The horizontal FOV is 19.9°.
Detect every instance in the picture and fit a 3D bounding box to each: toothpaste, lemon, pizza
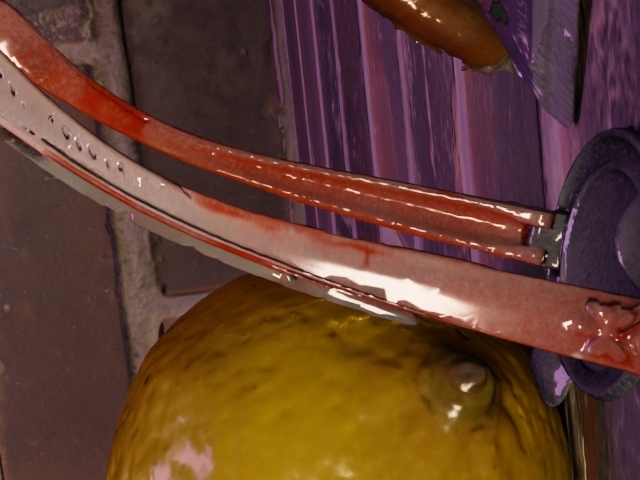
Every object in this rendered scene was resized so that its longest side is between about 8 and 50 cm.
[{"bbox_3d":[0.059,-0.187,0.827,0.114,0.073,0.299,87,167,-49],"label":"toothpaste"},{"bbox_3d":[0.010,0.122,0.888,0.253,0.228,0.228,81,-179,-82],"label":"lemon"},{"bbox_3d":[0.043,-0.166,0.915,0.052,0.185,0.195,-48,3,26],"label":"pizza"}]

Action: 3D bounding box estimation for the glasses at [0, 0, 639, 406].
[{"bbox_3d":[0.000,0.000,0.597,0.234,0.268,0.118,-110,32,-80],"label":"glasses"}]
